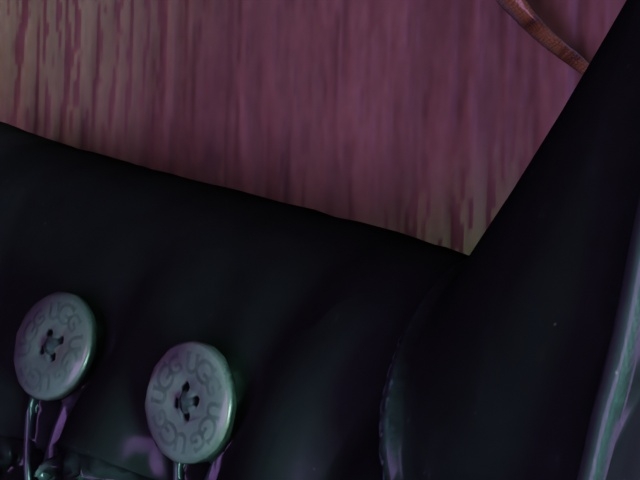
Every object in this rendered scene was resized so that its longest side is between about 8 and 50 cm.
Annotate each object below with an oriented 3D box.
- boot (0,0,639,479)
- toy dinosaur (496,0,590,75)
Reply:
[{"bbox_3d":[-0.001,0.002,0.589,0.445,0.146,0.367,8,73,50],"label":"boot"},{"bbox_3d":[0.053,-0.161,0.605,0.112,0.064,0.211,8,101,38],"label":"toy dinosaur"}]
